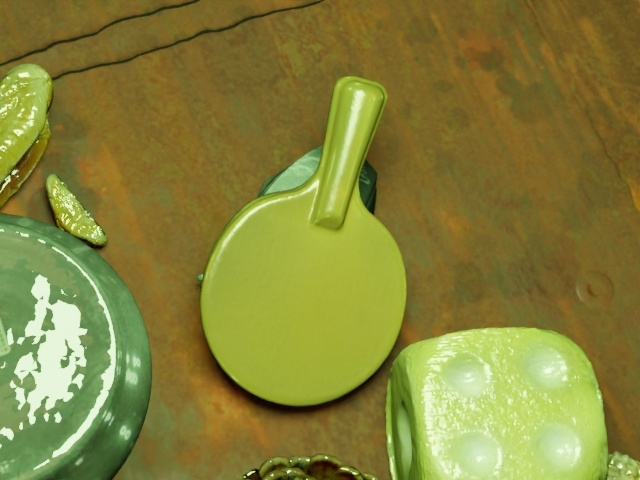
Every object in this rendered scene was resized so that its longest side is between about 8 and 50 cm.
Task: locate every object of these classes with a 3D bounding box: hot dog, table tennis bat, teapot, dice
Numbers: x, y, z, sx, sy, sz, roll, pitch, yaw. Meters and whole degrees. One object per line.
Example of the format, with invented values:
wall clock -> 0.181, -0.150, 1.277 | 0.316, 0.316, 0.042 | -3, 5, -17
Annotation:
hot dog -> -0.334, -0.067, 1.394 | 0.073, 0.084, 0.242 | 34, 67, 7
table tennis bat -> 0.000, 0.000, 1.363 | 0.198, 0.050, 0.321 | 15, 89, -11
teapot -> -0.286, 0.128, 1.185 | 0.253, 0.344, 0.300 | -41, 79, -21
hot dog -> -0.248, -0.024, 1.417 | 0.034, 0.030, 0.090 | -40, 79, -11
dice -> 0.157, 0.180, 1.318 | 0.169, 0.169, 0.166 | -3, 70, -8

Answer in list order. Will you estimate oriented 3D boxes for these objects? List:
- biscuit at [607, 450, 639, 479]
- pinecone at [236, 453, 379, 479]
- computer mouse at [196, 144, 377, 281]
biscuit -> 0.323, 0.269, 1.357 | 0.168, 0.082, 0.070 | 28, 60, 9
pinecone -> -0.009, 0.272, 1.255 | 0.179, 0.195, 0.150 | 4, 51, 0
computer mouse -> -0.025, -0.005, 1.417 | 0.126, 0.071, 0.231 | 35, 70, 6
